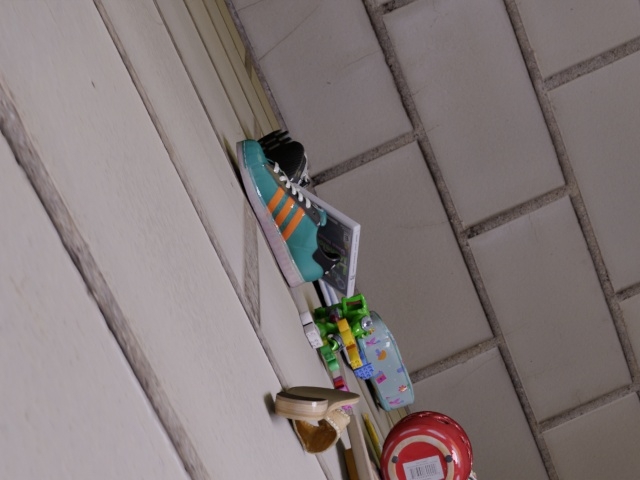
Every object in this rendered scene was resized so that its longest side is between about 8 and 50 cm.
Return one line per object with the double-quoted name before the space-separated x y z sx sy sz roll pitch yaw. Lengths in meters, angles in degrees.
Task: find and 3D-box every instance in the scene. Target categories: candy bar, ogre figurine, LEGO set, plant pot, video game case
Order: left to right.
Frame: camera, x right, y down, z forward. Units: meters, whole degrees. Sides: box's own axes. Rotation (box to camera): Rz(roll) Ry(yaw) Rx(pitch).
"video game case" 0.000 0.000 1.804 0.190 0.022 0.173 34 -44 35
"ogre figurine" 0.047 0.168 1.877 0.197 0.118 0.096 8 59 -85
"LEGO set" 0.047 0.231 1.733 0.093 0.087 0.227 -108 173 -57
"candy bar" 0.131 0.466 2.054 0.040 0.018 0.161 56 11 -71
"plant pot" 0.215 0.452 1.882 0.174 0.191 0.191 29 38 -76

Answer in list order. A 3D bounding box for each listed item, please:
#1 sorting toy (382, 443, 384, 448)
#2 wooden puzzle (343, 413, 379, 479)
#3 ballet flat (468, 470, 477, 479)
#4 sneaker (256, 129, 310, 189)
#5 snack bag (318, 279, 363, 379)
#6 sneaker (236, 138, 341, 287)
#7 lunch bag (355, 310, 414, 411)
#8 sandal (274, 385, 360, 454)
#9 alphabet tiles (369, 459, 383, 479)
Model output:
"sorting toy" 0.221 0.591 2.174 0.126 0.127 0.365 32 -28 43
"wooden puzzle" 0.088 0.434 1.482 0.221 0.044 0.238 -105 176 -68
"ballet flat" 0.271 0.523 2.188 0.077 0.241 0.091 -58 140 -33
"sneaker" -0.070 -0.144 2.061 0.330 0.123 0.146 -102 167 -69
"snack bag" 0.047 0.196 2.364 0.342 0.037 0.323 65 4 -75
"sneaker" -0.059 -0.064 1.720 0.108 0.121 0.302 -102 169 -73
"lunch bag" 0.170 0.348 2.616 0.224 0.108 0.279 -140 -152 -80
"sandal" -0.011 0.233 1.160 0.240 0.088 0.079 25 73 -75
"alphabet tiles" 0.160 0.592 1.759 0.285 0.011 0.342 60 7 -66
